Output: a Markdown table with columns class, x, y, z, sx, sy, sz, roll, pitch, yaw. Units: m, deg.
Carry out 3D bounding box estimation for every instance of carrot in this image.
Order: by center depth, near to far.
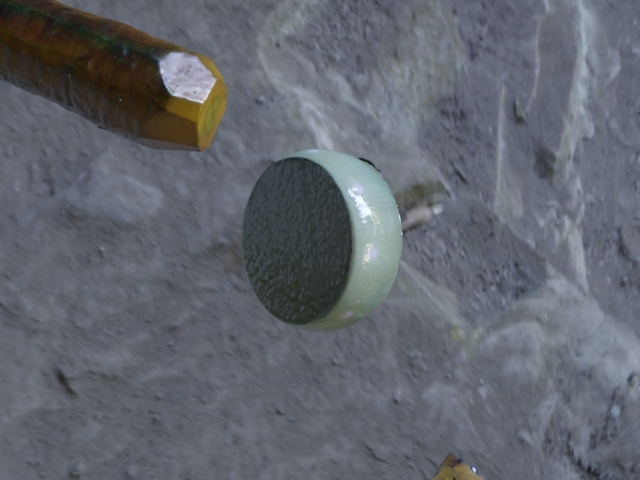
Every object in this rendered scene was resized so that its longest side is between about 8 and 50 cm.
| class | x | y | z | sx | sy | sz | roll | pitch | yaw |
| --- | --- | --- | --- | --- | --- | --- | --- | --- | --- |
| carrot | -0.207 | -0.129 | 0.740 | 0.314 | 0.066 | 0.066 | 21 | 80 | 10 |

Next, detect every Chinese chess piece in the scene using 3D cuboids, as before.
| class | x | y | z | sx | sy | sz | roll | pitch | yaw |
| --- | --- | --- | --- | --- | --- | --- | --- | --- | --- |
| Chinese chess piece | 0.000 | 0.000 | 0.549 | 0.084 | 0.034 | 0.084 | 0 | 90 | 48 |

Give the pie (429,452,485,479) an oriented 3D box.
| class | x | y | z | sx | sy | sz | roll | pitch | yaw |
| --- | --- | --- | --- | --- | --- | --- | --- | --- | --- |
| pie | 0.050 | 0.146 | 0.513 | 0.034 | 0.170 | 0.092 | -31 | 85 | 27 |
